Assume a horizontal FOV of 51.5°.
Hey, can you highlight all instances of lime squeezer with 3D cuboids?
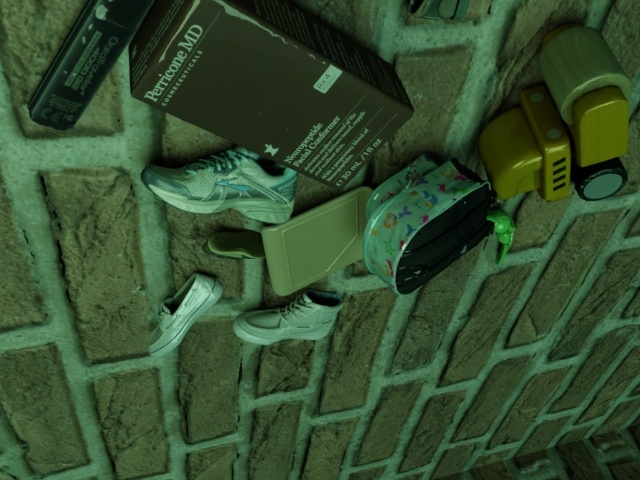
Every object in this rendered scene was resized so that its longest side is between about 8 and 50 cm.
[{"bbox_3d":[0.402,-0.013,1.538,0.110,0.059,0.310,-38,139,18],"label":"lime squeezer"}]

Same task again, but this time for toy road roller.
[{"bbox_3d":[0.416,-0.203,1.221,0.240,0.203,0.330,-16,144,9],"label":"toy road roller"}]

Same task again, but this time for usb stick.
[{"bbox_3d":[-0.317,-0.265,0.921,0.077,0.045,0.278,14,129,-45],"label":"usb stick"}]

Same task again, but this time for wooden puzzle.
[{"bbox_3d":[0.000,0.000,1.359,0.238,0.044,0.221,-21,142,-13],"label":"wooden puzzle"}]

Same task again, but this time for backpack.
[{"bbox_3d":[0.192,-0.026,1.288,0.253,0.191,0.225,-41,149,-20],"label":"backpack"}]

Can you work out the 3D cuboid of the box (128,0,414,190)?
[{"bbox_3d":[-0.065,-0.237,0.976,0.381,0.143,0.191,21,127,-34],"label":"box"}]

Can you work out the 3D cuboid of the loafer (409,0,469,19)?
[{"bbox_3d":[0.175,-0.425,0.933,0.084,0.096,0.268,-11,142,-5],"label":"loafer"}]

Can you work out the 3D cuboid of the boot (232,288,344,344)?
[{"bbox_3d":[-0.068,0.161,1.504,0.258,0.095,0.123,2,130,-39],"label":"boot"}]

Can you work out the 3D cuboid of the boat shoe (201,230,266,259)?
[{"bbox_3d":[-0.165,0.011,1.308,0.049,0.056,0.152,-20,159,41],"label":"boat shoe"}]

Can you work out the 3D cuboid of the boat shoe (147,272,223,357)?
[{"bbox_3d":[-0.303,0.148,1.389,0.075,0.083,0.226,35,104,-33],"label":"boat shoe"}]

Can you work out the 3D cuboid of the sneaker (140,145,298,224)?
[{"bbox_3d":[-0.166,-0.115,1.142,0.282,0.110,0.122,5,116,-33],"label":"sneaker"}]
